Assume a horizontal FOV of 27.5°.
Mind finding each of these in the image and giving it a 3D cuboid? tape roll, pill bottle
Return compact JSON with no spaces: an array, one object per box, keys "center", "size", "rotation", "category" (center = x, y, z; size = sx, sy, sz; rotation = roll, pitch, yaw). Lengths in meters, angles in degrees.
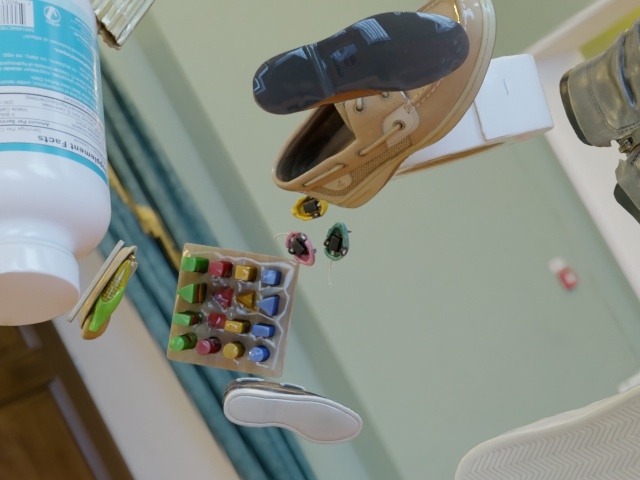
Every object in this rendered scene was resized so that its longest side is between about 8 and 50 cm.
[{"center":[0.154,-0.151,1.694],"size":[0.286,0.100,0.286],"rotation":[-16,-1,0],"category":"tape roll"},{"center":[-0.238,-0.072,1.004],"size":[0.146,0.264,0.146],"rotation":[-7,-27,-3],"category":"pill bottle"}]

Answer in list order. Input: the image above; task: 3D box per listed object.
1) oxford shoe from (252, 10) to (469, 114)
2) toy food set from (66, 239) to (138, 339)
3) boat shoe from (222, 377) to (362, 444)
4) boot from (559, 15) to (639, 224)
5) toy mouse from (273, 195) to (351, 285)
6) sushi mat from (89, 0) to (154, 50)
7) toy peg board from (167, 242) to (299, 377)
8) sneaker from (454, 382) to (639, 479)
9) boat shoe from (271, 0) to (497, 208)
[{"center":[0.035,-0.168,1.243],"size":[0.212,0.076,0.076],"rotation":[-13,2,-6],"category":"oxford shoe"},{"center":[-0.259,0.067,1.632],"size":[0.132,0.038,0.192],"rotation":[-57,1,-7],"category":"toy food set"},{"center":[-0.025,0.149,1.158],"size":[0.125,0.046,0.038],"rotation":[9,22,-9],"category":"boat shoe"},{"center":[0.228,-0.037,0.620],"size":[0.083,0.246,0.161],"rotation":[-8,-35,-38],"category":"boot"},{"center":[0.000,0.000,2.016],"size":[0.161,0.143,0.031],"rotation":[-25,-5,37],"category":"toy mouse"},{"center":[-0.163,-0.327,1.200],"size":[0.019,0.151,0.316],"rotation":[-16,37,44],"category":"sushi mat"},{"center":[-0.124,0.094,1.742],"size":[0.160,0.161,0.079],"rotation":[9,1,10],"category":"toy peg board"},{"center":[0.255,0.136,0.907],"size":[0.292,0.108,0.169],"rotation":[-16,-5,36],"category":"sneaker"},{"center":[0.064,-0.150,1.421],"size":[0.110,0.121,0.341],"rotation":[7,-40,-32],"category":"boat shoe"}]
